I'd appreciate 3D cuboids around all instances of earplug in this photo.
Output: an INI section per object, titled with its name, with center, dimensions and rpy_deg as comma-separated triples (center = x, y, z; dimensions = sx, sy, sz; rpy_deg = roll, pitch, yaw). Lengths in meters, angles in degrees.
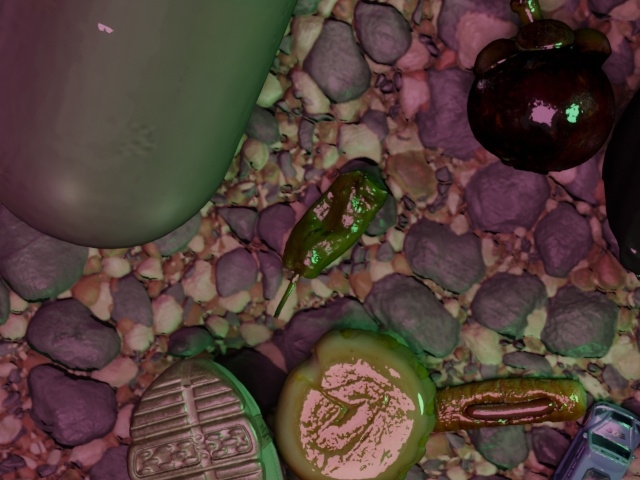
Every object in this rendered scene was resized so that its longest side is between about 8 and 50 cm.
[earplug]
center = -0.217, -0.186, 1.387
dimensions = 0.313, 0.312, 0.394
rpy_deg = 23, 112, 3

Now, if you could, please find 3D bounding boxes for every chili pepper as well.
[chili pepper]
center = -0.002, -0.002, 1.533
dimensions = 0.072, 0.073, 0.204
rpy_deg = 44, 100, 14

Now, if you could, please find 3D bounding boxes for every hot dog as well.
[hot dog]
center = 0.225, 0.206, 1.570
dimensions = 0.216, 0.047, 0.066
rpy_deg = -5, 104, 12

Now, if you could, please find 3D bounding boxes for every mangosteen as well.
[mangosteen]
center = 0.252, -0.163, 1.387
dimensions = 0.172, 0.172, 0.184
rpy_deg = 31, 91, 0

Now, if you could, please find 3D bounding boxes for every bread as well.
[bread]
center = 0.047, 0.217, 1.565
dimensions = 0.213, 0.105, 0.213
rpy_deg = -1, 84, 11

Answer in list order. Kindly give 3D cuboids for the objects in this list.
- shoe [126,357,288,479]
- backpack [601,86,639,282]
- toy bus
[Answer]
[shoe]
center = -0.129, 0.294, 1.585
dimensions = 0.172, 0.198, 0.351
rpy_deg = -5, 110, 10
[backpack]
center = 0.538, -0.049, 1.315
dimensions = 0.446, 0.255, 0.363
rpy_deg = 18, 120, -13
[toy bus]
center = 0.341, 0.287, 1.558
dimensions = 0.073, 0.076, 0.167
rpy_deg = 24, 111, 2
